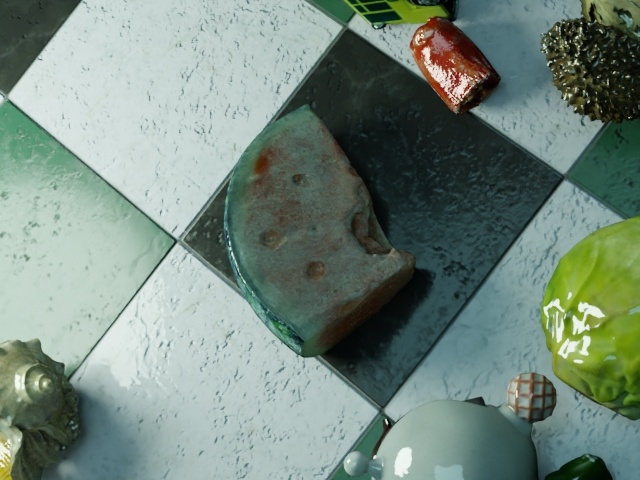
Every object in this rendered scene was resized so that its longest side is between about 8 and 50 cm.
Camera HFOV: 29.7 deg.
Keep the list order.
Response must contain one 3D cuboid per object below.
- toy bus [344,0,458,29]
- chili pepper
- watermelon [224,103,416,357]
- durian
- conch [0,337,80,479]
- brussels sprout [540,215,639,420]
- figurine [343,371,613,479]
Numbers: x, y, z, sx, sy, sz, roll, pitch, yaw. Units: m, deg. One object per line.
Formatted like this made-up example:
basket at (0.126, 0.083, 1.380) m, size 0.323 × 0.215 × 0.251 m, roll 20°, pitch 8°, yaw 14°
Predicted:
toy bus at (0.069, -0.355, 1.438) m, size 0.150 × 0.262 × 0.128 m, roll -2°, pitch 77°, yaw 25°
chili pepper at (0.161, -0.220, 1.473) m, size 0.070 × 0.073 × 0.123 m, roll -28°, pitch 69°, yaw -22°
watermelon at (0.000, 0.000, 1.459) m, size 0.226 × 0.148 × 0.318 m, roll 1°, pitch 62°, yaw 0°
durian at (0.353, -0.212, 1.365) m, size 0.196 × 0.167 × 0.196 m, roll 0°, pitch 93°, yaw 6°
conch at (-0.390, 0.222, 1.501) m, size 0.245 × 0.163 × 0.178 m, roll -22°, pitch 51°, yaw 43°
brussels sprout at (0.342, 0.077, 1.292) m, size 0.223 × 0.161 × 0.223 m, roll -3°, pitch 72°, yaw 10°
figurine at (0.211, 0.285, 1.286) m, size 0.370 × 0.167 × 0.281 m, roll 18°, pitch 97°, yaw 16°
